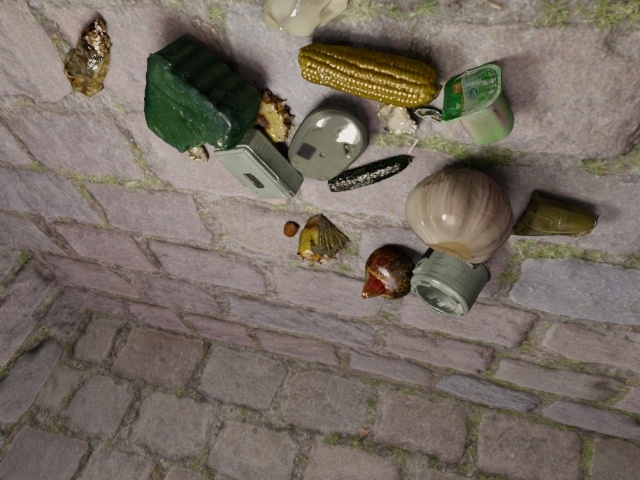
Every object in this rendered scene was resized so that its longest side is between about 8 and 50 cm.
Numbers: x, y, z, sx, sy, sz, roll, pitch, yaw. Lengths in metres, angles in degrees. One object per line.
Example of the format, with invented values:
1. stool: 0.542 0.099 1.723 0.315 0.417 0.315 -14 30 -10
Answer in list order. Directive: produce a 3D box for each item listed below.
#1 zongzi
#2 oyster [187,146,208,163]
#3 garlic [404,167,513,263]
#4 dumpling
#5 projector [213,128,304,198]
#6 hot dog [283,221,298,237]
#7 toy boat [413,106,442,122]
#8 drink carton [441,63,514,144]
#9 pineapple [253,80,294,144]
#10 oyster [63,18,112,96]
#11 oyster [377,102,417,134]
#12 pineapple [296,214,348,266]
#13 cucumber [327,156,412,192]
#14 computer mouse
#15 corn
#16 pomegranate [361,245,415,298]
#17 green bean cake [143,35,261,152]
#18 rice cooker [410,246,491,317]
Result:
1. zongzi: 0.702 -0.038 1.423 0.205 0.094 0.204 15 150 6
2. oyster: -0.431 -0.321 1.641 0.086 0.029 0.132 13 144 -2
3. garlic: 0.409 -0.082 1.373 0.318 0.259 0.317 18 174 2
4. dumpling: -0.035 -0.533 1.077 0.167 0.125 0.216 11 147 -39
5. projector: -0.205 -0.238 1.540 0.192 0.099 0.257 6 151 44
6. hot dog: -0.119 -0.045 1.873 0.058 0.035 0.083 23 147 -5
7. toy boat: 0.290 -0.334 1.255 0.084 0.038 0.038 16 146 3
8. drink carton: 0.395 -0.319 1.141 0.144 0.145 0.142 -13 143 40
9. pineapple: -0.181 -0.375 1.423 0.222 0.047 0.221 14 146 10
10. oyster: -0.712 -0.547 1.428 0.129 0.078 0.345 42 144 -17
11. oyster: 0.204 -0.335 1.287 0.146 0.045 0.121 21 144 -15
12. pineapple: 0.000 0.000 1.786 0.115 0.185 0.237 -14 178 35
13. cucumber: 0.153 -0.207 1.481 0.294 0.067 0.067 -11 136 37
14. computer mouse: 0.018 -0.289 1.408 0.197 0.094 0.331 30 154 -14
15. corn: 0.119 -0.411 1.160 0.364 0.120 0.120 17 146 6
16. pomegranate: 0.241 0.140 1.775 0.214 0.248 0.214 37 145 31
17. green bean cake: -0.345 -0.378 1.357 0.300 0.169 0.308 37 145 -2
18. rice cooker: 0.460 0.125 1.659 0.241 0.227 0.280 37 160 4
